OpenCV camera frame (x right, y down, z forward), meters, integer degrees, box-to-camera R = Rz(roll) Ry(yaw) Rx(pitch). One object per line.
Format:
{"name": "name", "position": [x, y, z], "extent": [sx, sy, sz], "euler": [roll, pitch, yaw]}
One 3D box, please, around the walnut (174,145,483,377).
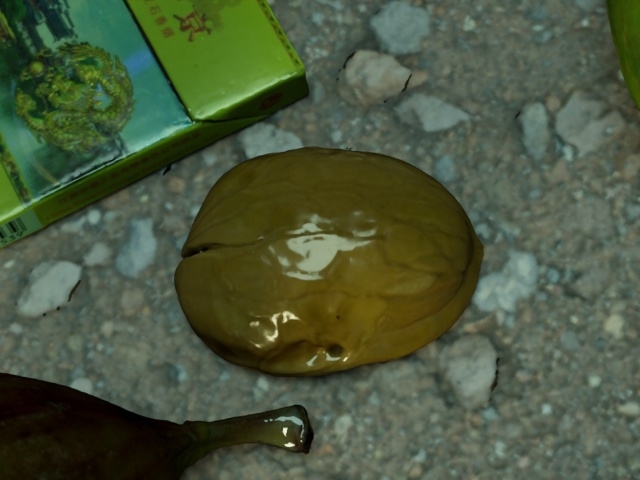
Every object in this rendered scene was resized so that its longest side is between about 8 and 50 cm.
{"name": "walnut", "position": [0.002, -0.001, 1.304], "extent": [0.211, 0.087, 0.167], "euler": [-8, 63, 3]}

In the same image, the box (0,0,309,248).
{"name": "box", "position": [-0.196, -0.109, 1.393], "extent": [0.335, 0.047, 0.187], "euler": [-27, 67, -6]}

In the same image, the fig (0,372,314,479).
{"name": "fig", "position": [-0.146, 0.165, 1.228], "extent": [0.321, 0.217, 0.217], "euler": [-16, 64, -31]}

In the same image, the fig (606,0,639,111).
{"name": "fig", "position": [0.275, -0.123, 1.287], "extent": [0.206, 0.206, 0.275], "euler": [5, 89, 8]}
